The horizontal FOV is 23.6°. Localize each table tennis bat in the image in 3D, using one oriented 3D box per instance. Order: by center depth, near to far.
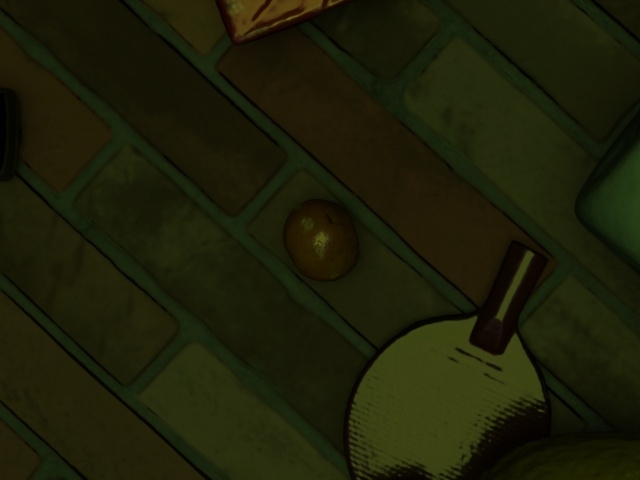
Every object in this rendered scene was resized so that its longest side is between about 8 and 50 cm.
[{"bbox_3d":[0.141,0.148,1.508,0.200,0.038,0.310,25,94,3],"label":"table tennis bat"}]

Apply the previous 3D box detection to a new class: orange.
[{"bbox_3d":[0.000,0.000,1.493,0.070,0.083,0.083,-18,91,-6],"label":"orange"}]

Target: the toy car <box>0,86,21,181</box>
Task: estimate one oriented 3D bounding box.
[{"bbox_3d":[-0.430,-0.110,1.500,0.256,0.124,0.101,3,91,3],"label":"toy car"}]

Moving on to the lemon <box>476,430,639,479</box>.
[{"bbox_3d":[0.256,0.293,1.397,0.319,0.245,0.245,4,93,-3],"label":"lemon"}]

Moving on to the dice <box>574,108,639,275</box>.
[{"bbox_3d":[0.403,-0.043,1.367,0.268,0.264,0.262,40,95,1],"label":"dice"}]

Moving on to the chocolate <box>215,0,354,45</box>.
[{"bbox_3d":[-0.013,-0.332,1.469,0.234,0.108,0.237,-21,92,5],"label":"chocolate"}]
